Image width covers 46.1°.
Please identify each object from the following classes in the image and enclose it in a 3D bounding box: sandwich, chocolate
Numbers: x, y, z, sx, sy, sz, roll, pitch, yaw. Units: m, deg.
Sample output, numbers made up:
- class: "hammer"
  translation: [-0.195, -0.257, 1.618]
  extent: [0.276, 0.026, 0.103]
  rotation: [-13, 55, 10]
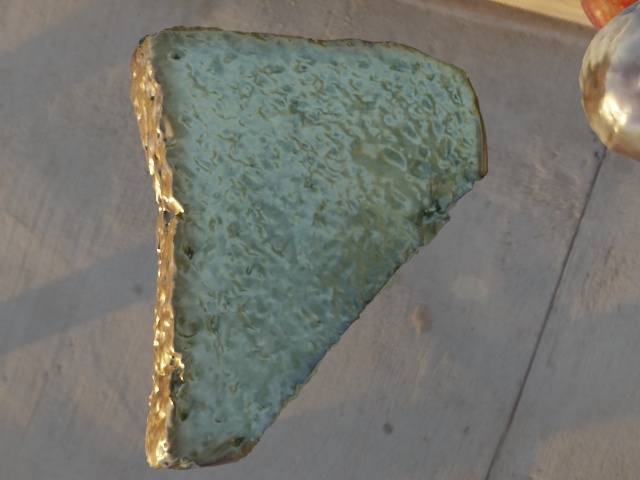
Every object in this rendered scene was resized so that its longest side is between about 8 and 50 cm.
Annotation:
- class: "sandwich"
  translation: [0.002, -0.001, 0.509]
  extent: [0.100, 0.255, 0.288]
  rotation: [146, 124, -60]
- class: "chocolate"
  translation: [0.173, -0.086, 0.328]
  extent: [0.072, 0.167, 0.072]
  rotation: [30, 139, 30]

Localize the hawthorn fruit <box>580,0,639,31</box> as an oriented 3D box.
- class: "hawthorn fruit"
  translation: [0.344, -0.216, 0.651]
  extent: [0.235, 0.181, 0.181]
  rotation: [45, 106, 9]
